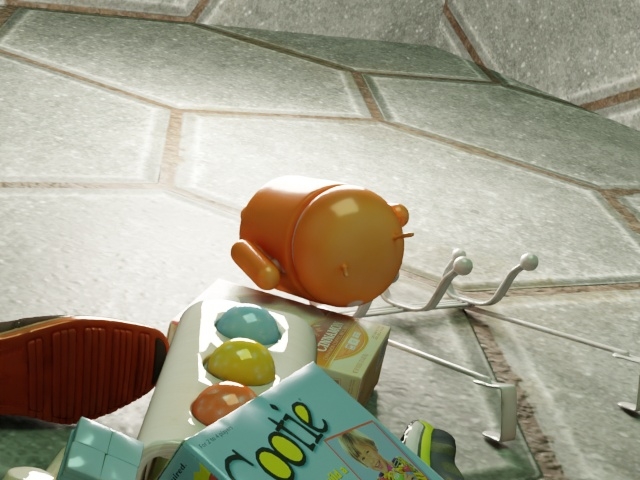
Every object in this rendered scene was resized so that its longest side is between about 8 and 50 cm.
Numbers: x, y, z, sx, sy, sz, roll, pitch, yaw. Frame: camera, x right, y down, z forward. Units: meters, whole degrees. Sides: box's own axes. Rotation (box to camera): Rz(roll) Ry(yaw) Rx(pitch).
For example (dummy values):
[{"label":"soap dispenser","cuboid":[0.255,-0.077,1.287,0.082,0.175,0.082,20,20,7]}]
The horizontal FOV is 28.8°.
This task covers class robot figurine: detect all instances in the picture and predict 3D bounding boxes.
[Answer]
[{"label":"robot figurine","cuboid":[-0.001,0.001,1.279,0.158,0.128,0.219,19,-3,-33]}]

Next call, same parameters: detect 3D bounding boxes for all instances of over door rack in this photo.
[{"label":"over door rack","cuboid":[0.174,0.085,1.351,0.240,0.108,0.324,-4,24,-39]}]

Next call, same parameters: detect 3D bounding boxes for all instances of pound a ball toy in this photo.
[{"label":"pound a ball toy","cuboid":[-0.110,0.139,0.958,0.208,0.135,0.319,12,18,-2]}]

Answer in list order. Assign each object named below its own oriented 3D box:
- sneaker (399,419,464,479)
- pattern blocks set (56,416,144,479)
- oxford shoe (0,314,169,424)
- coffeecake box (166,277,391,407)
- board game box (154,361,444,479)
[{"label":"sneaker","cuboid":[0.094,0.236,0.888,0.121,0.111,0.300,21,23,-7]},{"label":"pattern blocks set","cuboid":[-0.190,0.191,0.645,0.285,0.026,0.324,21,34,-23]},{"label":"oxford shoe","cuboid":[-0.259,0.099,1.053,0.271,0.096,0.098,-1,17,-35]},{"label":"coffeecake box","cuboid":[-0.040,0.109,1.199,0.186,0.068,0.142,15,19,10]},{"label":"board game box","cuboid":[0.030,0.221,0.653,0.275,0.142,0.144,41,26,14]}]
